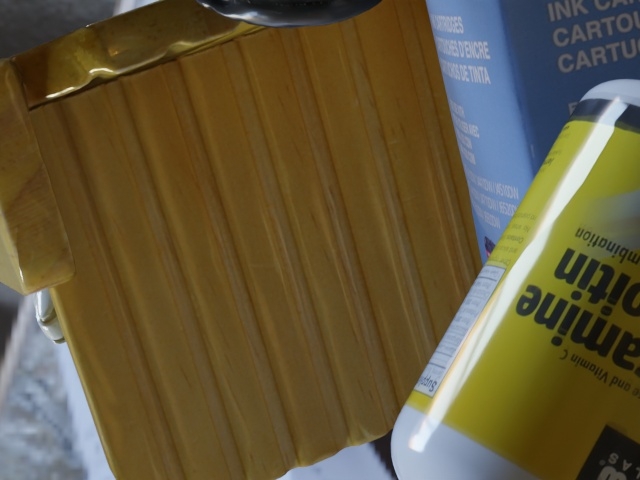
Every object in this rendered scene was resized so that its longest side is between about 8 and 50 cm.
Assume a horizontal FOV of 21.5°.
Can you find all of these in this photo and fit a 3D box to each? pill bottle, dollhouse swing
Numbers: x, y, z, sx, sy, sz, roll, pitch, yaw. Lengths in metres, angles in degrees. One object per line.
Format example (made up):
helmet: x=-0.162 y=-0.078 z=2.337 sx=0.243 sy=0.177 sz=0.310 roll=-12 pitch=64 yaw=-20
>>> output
pill bottle: x=0.086 y=0.050 z=0.528 sx=0.103 sy=0.103 sz=0.184 roll=24 pitch=83 yaw=47
dollhouse swing: x=0.000 y=0.000 z=0.959 sx=0.315 sy=0.347 sz=0.304 roll=-174 pitch=64 yaw=-75

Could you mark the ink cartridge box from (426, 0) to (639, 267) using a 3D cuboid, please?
ink cartridge box: x=0.199 y=-0.061 z=0.758 sx=0.151 sy=0.270 sz=0.395 roll=-142 pitch=39 yaw=-79

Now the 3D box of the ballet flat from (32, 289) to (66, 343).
ballet flat: x=-0.178 y=0.052 z=1.365 sx=0.247 sy=0.087 sz=0.083 roll=19 pitch=142 yaw=35

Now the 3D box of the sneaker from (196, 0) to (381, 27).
sneaker: x=-0.048 y=-0.243 z=0.710 sx=0.146 sy=0.123 sz=0.330 roll=102 pitch=151 yaw=-59
